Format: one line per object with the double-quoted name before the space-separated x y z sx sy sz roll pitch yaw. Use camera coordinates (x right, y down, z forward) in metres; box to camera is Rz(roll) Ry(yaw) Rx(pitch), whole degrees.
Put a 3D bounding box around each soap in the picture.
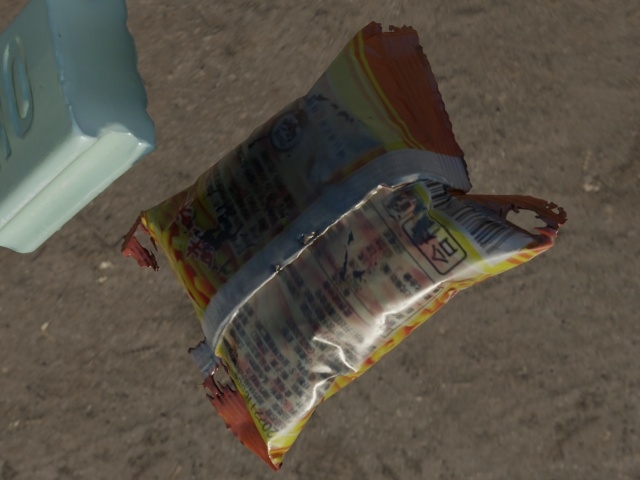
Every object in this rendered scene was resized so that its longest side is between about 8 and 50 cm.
"soap" -0.197 -0.076 0.748 0.198 0.066 0.119 -32 66 44

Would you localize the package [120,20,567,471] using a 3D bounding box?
"package" -0.004 -0.005 0.752 0.288 0.108 0.223 -40 65 14
